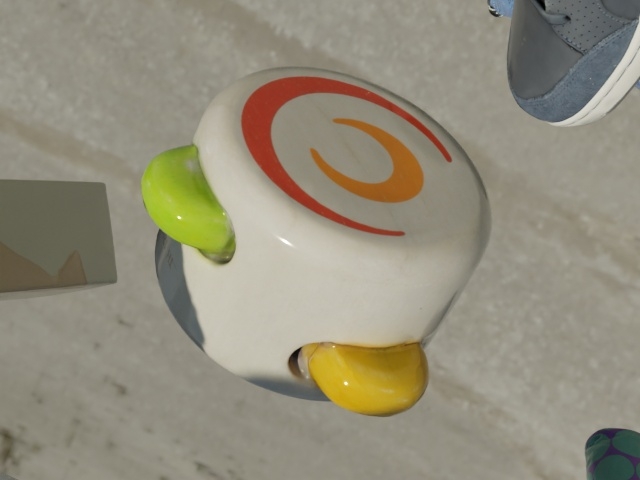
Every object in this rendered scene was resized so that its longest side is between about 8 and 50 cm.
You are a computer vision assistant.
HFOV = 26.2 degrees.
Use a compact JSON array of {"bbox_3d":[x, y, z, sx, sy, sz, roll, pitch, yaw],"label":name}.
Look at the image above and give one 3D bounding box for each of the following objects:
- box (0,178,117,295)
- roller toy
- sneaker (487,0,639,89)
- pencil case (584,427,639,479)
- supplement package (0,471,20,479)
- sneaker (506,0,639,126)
[{"bbox_3d":[-0.365,0.003,1.456,0.148,0.121,0.311,-10,176,28],"label":"box"},{"bbox_3d":[0.000,0.000,0.867,0.209,0.191,0.146,31,128,6],"label":"roller toy"},{"bbox_3d":[0.217,-0.209,1.081,0.330,0.129,0.147,28,-177,-46],"label":"sneaker"},{"bbox_3d":[0.275,0.237,1.238,0.064,0.151,0.070,-28,116,22],"label":"pencil case"},{"bbox_3d":[-0.325,0.268,1.142,0.244,0.134,0.139,26,126,-6],"label":"supplement package"},{"bbox_3d":[0.060,-0.133,0.495,0.163,0.086,0.226,-8,135,-21],"label":"sneaker"}]
